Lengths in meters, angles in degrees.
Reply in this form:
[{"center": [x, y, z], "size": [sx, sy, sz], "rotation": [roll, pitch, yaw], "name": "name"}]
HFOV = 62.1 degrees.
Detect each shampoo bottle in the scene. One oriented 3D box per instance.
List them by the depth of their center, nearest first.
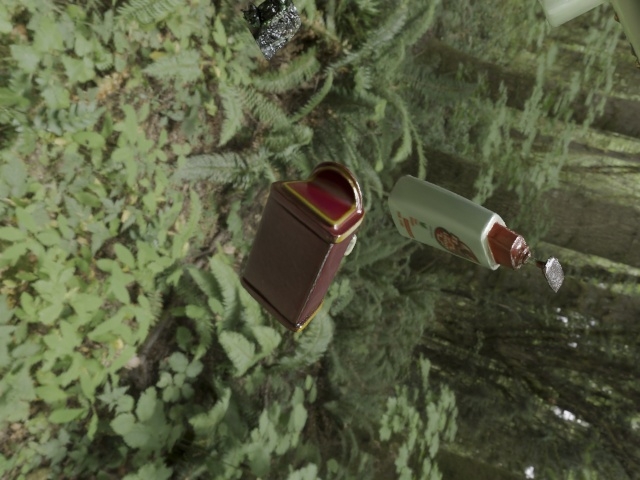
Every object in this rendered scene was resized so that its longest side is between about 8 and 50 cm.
[{"center": [0.244, -0.005, 0.849], "size": [0.071, 0.284, 0.153], "rotation": [-52, 148, -13], "name": "shampoo bottle"}]

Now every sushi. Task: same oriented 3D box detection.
[{"center": [-0.077, -0.358, 0.870], "size": [0.083, 0.056, 0.084], "rotation": [-29, 154, 4], "name": "sushi"}]

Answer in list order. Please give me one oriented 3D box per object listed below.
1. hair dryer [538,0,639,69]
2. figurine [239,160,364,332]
[{"center": [0.391, -0.258, 0.633], "size": [0.128, 0.203, 0.361], "rotation": [0, 71, -59], "name": "hair dryer"}, {"center": [0.000, -0.001, 0.495], "size": [0.098, 0.082, 0.154], "rotation": [-15, 138, -47], "name": "figurine"}]
